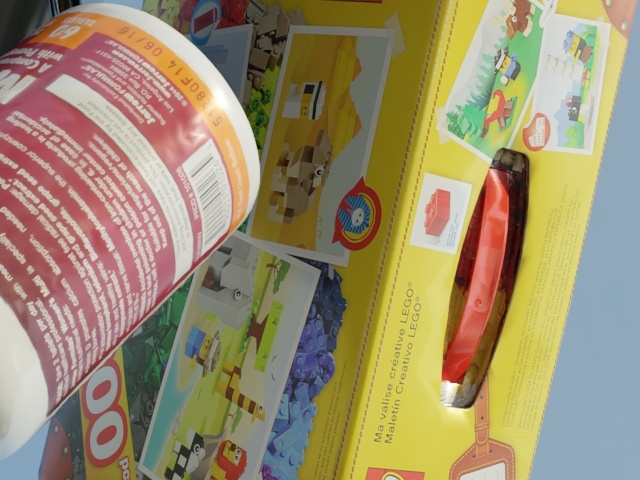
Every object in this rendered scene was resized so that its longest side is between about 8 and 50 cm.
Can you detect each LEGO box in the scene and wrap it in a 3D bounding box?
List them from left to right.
[{"bbox_3d":[0.000,0.000,1.171,0.372,0.193,0.500,13,-89,50],"label":"LEGO box"}]

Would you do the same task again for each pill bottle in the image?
[{"bbox_3d":[-0.130,0.010,0.593,0.121,0.221,0.121,24,-42,23],"label":"pill bottle"}]

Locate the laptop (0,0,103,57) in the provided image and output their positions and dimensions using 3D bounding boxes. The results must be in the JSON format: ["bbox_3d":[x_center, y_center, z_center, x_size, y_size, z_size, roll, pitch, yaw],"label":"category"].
[{"bbox_3d":[-0.274,-0.169,0.983,0.236,0.408,0.382,-6,-63,-3],"label":"laptop"}]
